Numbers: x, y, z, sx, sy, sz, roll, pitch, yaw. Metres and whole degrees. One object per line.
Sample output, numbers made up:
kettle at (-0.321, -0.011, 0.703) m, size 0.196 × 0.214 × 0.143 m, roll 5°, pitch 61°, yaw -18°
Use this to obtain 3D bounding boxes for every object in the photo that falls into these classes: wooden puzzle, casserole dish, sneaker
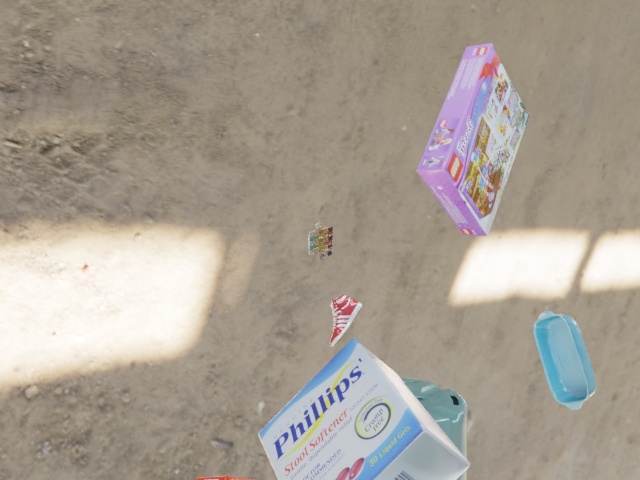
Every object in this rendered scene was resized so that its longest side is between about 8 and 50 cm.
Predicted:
wooden puzzle at (0.000, 0.000, 1.369) m, size 0.049 × 0.006 × 0.083 m, roll -16°, pitch 126°, yaw -24°
casserole dish at (0.464, 0.222, 1.391) m, size 0.037 × 0.114 × 0.188 m, roll -9°, pitch 76°, yaw -20°
sneaker at (0.037, 0.174, 1.632) m, size 0.118 × 0.067 × 0.042 m, roll -56°, pitch 176°, yaw -19°

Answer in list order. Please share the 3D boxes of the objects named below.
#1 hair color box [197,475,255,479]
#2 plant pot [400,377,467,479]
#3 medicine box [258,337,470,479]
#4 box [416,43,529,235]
hair color box at (-0.202, 0.533, 1.585) m, size 0.141 × 0.072 × 0.043 m, roll 46°, pitch 39°, yaw -60°
plant pot at (0.188, 0.509, 1.663) m, size 0.341 × 0.341 × 0.334 m, roll -7°, pitch 105°, yaw -43°
medicine box at (0.063, 0.364, 1.289) m, size 0.263 × 0.289 × 0.149 m, roll -45°, pitch 121°, yaw 2°
box at (0.288, -0.183, 1.354) m, size 0.201 × 0.057 × 0.293 m, roll 47°, pitch 57°, yaw -41°
